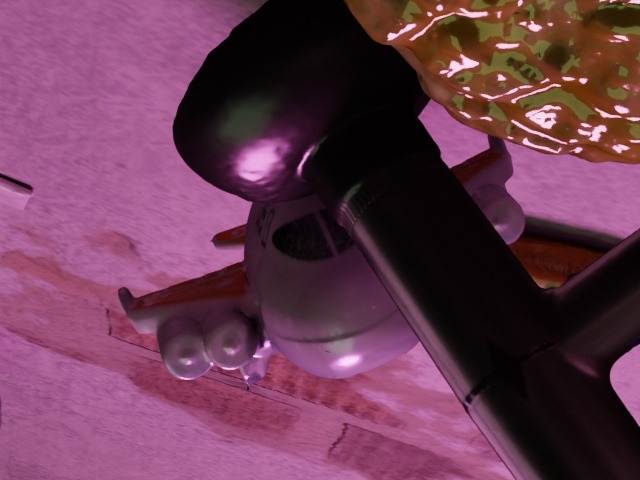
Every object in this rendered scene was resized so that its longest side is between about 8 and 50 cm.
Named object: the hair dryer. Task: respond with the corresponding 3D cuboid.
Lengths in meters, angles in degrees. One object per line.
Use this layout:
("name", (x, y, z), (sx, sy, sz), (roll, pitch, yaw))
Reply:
("hair dryer", (0.134, -0.030, 0.931), (0.320, 0.284, 0.156), (46, 168, 18))

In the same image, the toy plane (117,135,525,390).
("toy plane", (0.000, 0.000, 1.097), (0.245, 0.245, 0.117), (-1, 119, 43))

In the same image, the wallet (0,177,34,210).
("wallet", (-0.268, -0.046, 1.480), (0.083, 0.011, 0.044), (22, 161, -12))

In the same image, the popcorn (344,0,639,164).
("popcorn", (0.090, -0.150, 0.656), (0.286, 0.173, 0.225), (33, 143, -11))

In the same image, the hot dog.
("hot dog", (0.133, 0.022, 1.255), (0.165, 0.045, 0.071), (12, 162, 15))
